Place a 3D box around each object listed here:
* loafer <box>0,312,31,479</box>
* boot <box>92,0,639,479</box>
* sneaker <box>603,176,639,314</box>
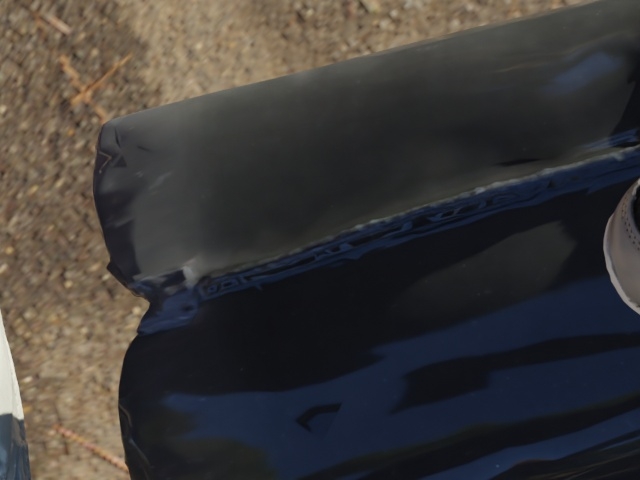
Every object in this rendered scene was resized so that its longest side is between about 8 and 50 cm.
[{"bbox_3d":[-0.244,0.172,1.071,0.112,0.111,0.320,-7,68,15],"label":"loafer"},{"bbox_3d":[0.143,0.060,0.570,0.445,0.146,0.367,-13,54,11],"label":"boot"},{"bbox_3d":[0.156,-0.030,0.357,0.083,0.214,0.084,46,42,-34],"label":"sneaker"}]
